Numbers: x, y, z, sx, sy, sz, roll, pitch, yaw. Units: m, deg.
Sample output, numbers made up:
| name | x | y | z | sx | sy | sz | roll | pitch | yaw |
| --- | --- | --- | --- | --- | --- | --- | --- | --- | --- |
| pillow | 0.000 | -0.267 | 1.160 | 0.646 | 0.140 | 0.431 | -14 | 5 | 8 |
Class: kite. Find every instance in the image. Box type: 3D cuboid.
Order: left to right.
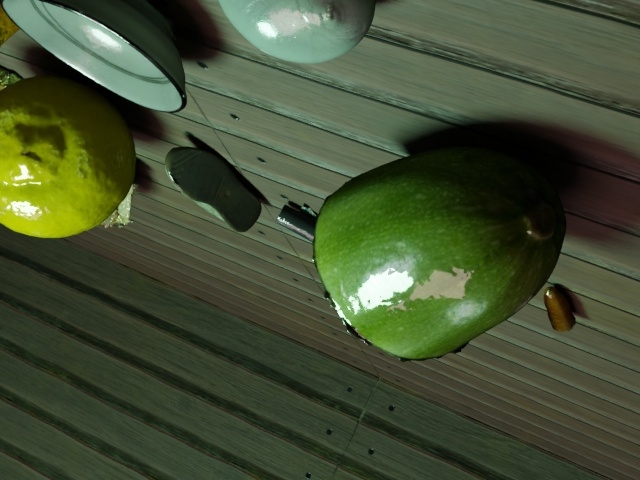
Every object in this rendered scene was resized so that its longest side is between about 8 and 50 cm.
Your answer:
| name | x | y | z | sx | sy | sz | roll | pitch | yaw |
| --- | --- | --- | --- | --- | --- | --- | --- | --- | --- |
| kite | 0.005 | -0.040 | 2.019 | 0.139 | 0.011 | 0.156 | 35 | 165 | -38 |

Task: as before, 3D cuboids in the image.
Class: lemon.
| name | x | y | z | sx | sy | sz | roll | pitch | yaw |
| --- | --- | --- | --- | --- | --- | --- | --- | --- | --- |
| lemon | -0.529 | -0.164 | 1.926 | 0.348 | 0.348 | 0.348 | 25 | 165 | 7 |

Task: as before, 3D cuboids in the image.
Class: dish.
| name | x | y | z | sx | sy | sz | roll | pitch | yaw |
| --- | --- | --- | --- | --- | --- | --- | --- | --- | --- |
| dish | -0.319 | -0.318 | 1.460 | 0.316 | 0.106 | 0.316 | 26 | 168 | 6 |

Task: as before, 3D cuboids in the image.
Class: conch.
| name | x | y | z | sx | sy | sz | roll | pitch | yaw |
| --- | --- | --- | --- | --- | --- | --- | --- | --- | --- |
| conch | -0.044 | -0.291 | 1.092 | 0.221 | 0.121 | 0.185 | 28 | 136 | 14 |

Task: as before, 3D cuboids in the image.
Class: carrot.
| name | x | y | z | sx | sy | sz | roll | pitch | yaw |
| --- | --- | --- | --- | --- | --- | --- | --- | --- | --- |
| carrot | 0.430 | 0.122 | 1.752 | 0.048 | 0.048 | 0.139 | 19 | 162 | 30 |

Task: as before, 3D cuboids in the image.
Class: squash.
| name | x | y | z | sx | sy | sz | roll | pitch | yaw |
| --- | --- | --- | --- | --- | --- | --- | --- | --- | --- |
| squash | 0.180 | -0.020 | 1.323 | 0.310 | 0.310 | 0.309 | 29 | 150 | -8 |

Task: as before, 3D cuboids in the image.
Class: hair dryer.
| name | x | y | z | sx | sy | sz | roll | pitch | yaw |
| --- | --- | --- | --- | --- | --- | --- | --- | --- | --- |
| hair dryer | -0.013 | -0.006 | 2.084 | 0.173 | 0.050 | 0.195 | 30 | 171 | 1 |

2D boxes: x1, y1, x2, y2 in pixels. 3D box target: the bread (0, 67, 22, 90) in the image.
| name | x | y | z | sx | sy | sz | roll | pitch | yaw |
| --- | --- | --- | --- | --- | --- | --- | --- | --- | --- |
| bread | -0.678 | -0.333 | 2.136 | 0.088 | 0.049 | 0.226 | 16 | 161 | 36 |

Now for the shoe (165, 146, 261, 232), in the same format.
| name | x | y | z | sx | sy | sz | roll | pitch | yaw |
| --- | --- | --- | --- | --- | --- | --- | --- | --- | --- |
| shoe | -0.233 | -0.115 | 2.012 | 0.098 | 0.103 | 0.275 | 32 | 170 | 42 |

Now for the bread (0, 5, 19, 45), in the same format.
| name | x | y | z | sx | sy | sz | roll | pitch | yaw |
| --- | --- | --- | --- | --- | --- | --- | --- | --- | --- |
| bread | -0.602 | -0.407 | 1.570 | 0.269 | 0.143 | 0.195 | 20 | 161 | 19 |

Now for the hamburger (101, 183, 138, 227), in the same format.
| name | x | y | z | sx | sy | sz | roll | pitch | yaw |
| --- | --- | --- | --- | --- | --- | --- | --- | --- | --- |
| hamburger | -0.528 | -0.125 | 2.369 | 0.155 | 0.245 | 0.282 | 5 | 125 | -13 |
